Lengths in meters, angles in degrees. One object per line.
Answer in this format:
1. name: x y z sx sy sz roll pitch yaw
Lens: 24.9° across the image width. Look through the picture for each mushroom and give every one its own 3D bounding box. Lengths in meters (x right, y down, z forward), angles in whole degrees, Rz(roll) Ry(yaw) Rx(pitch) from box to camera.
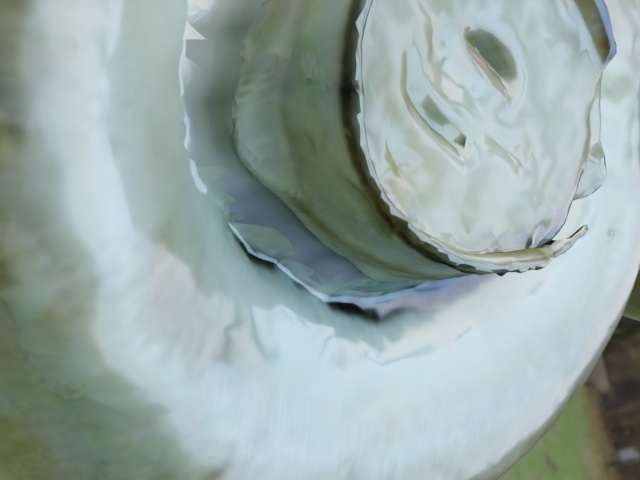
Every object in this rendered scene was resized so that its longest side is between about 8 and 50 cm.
1. mushroom: -0.016 -0.051 0.537 0.352 0.260 0.352 -1 92 -40

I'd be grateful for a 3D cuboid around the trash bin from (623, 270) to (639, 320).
1. trash bin: 0.239 -0.077 0.748 0.214 0.334 0.214 16 56 -25
